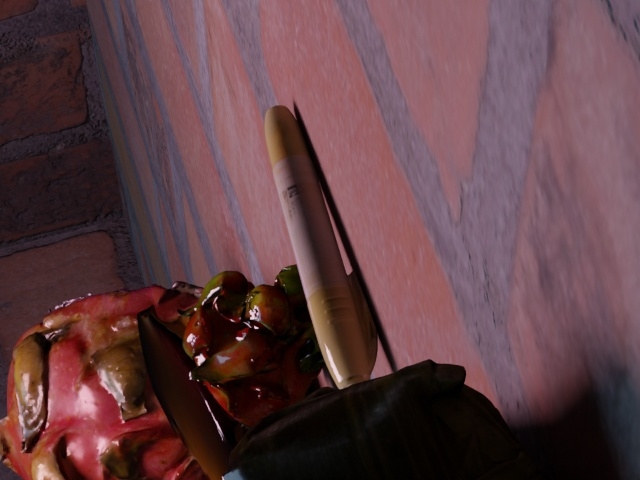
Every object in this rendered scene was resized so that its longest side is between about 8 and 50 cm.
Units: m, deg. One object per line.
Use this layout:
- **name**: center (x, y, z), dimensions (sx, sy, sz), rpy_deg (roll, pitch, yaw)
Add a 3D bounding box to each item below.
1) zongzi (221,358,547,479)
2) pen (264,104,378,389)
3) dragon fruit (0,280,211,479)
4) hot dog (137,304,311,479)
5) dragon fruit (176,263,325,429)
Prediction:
- **zongzi**: center (0.074, 0.198, 0.820), dimensions (0.288, 0.134, 0.286), rpy_deg (47, -158, -80)
- **pen**: center (0.000, 0.000, 1.208), dimensions (0.032, 0.040, 0.233), rpy_deg (90, 168, -56)
- **dragon fruit**: center (-0.195, 0.223, 1.861), dimensions (0.314, 0.296, 0.263), rpy_deg (92, 177, -52)
- **hot dog**: center (-0.055, 0.161, 1.582), dimensions (0.194, 0.107, 0.326), rpy_deg (85, 159, -43)
- **dragon fruit**: center (-0.042, 0.085, 1.373), dimensions (0.138, 0.142, 0.175), rpy_deg (50, 138, 0)
